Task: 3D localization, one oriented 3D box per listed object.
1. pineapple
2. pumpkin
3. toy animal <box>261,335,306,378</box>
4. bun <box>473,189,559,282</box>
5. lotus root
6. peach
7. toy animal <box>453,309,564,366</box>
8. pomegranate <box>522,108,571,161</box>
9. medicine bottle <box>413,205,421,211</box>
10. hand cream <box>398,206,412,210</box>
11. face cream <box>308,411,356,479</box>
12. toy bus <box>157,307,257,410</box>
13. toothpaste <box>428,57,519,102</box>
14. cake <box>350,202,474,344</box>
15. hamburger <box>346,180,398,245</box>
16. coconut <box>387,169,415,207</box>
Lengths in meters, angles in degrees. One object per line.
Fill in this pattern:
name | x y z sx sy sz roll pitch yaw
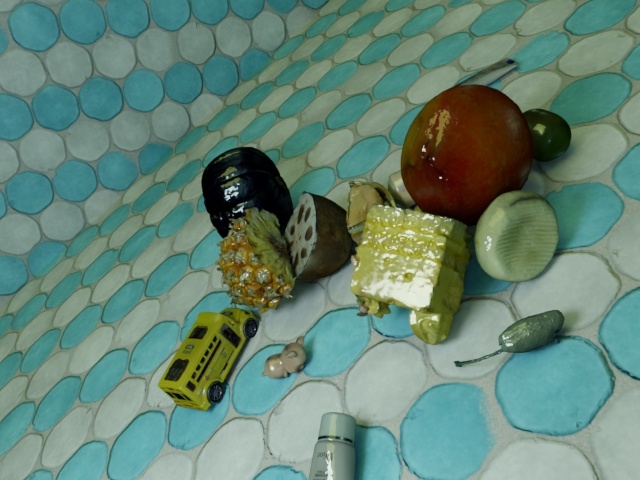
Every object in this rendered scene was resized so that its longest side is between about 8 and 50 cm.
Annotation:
pineapple | -0.250 0.083 1.734 0.286 0.208 0.344 -47 38 24
pumpkin | -0.251 -0.144 2.004 0.266 0.363 0.364 -21 37 12
toy animal | -0.096 0.324 1.560 0.150 0.089 0.083 -39 36 15
bun | 0.444 -0.012 1.357 0.222 0.222 0.127 -48 19 -13
lotus root | 0.000 0.000 1.756 0.272 0.191 0.272 -31 51 49
peach | 0.356 -0.205 1.446 0.372 0.373 0.290 -45 59 -10
toy animal | 0.395 0.220 1.226 0.252 0.079 0.070 -31 41 14
pomegranate | 0.581 -0.259 1.582 0.152 0.131 0.191 42 107 48
medicine bottle | 0.316 -0.086 1.631 0.426 0.108 0.108 -50 35 -17
hand cream | 0.201 -0.071 1.777 0.170 0.043 0.065 -9 44 39
face cream | 0.022 0.527 1.229 0.143 0.089 0.315 -15 51 32
toy bus | -0.325 0.323 1.713 0.145 0.151 0.331 -5 45 39
toothpaste | 0.522 -0.534 2.004 0.323 0.066 0.100 -31 29 3
cake | 0.215 0.083 1.372 0.227 0.222 0.286 14 87 34
hamburger | 0.160 -0.091 1.725 0.155 0.135 0.208 -23 45 19
coconut | 0.261 -0.158 1.760 0.122 0.116 0.116 -26 36 11
